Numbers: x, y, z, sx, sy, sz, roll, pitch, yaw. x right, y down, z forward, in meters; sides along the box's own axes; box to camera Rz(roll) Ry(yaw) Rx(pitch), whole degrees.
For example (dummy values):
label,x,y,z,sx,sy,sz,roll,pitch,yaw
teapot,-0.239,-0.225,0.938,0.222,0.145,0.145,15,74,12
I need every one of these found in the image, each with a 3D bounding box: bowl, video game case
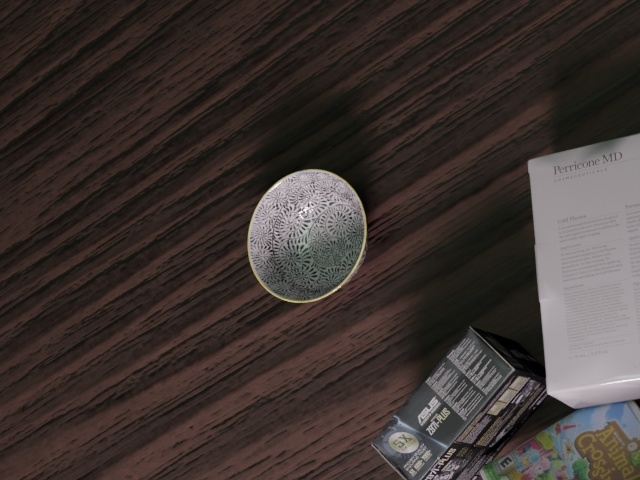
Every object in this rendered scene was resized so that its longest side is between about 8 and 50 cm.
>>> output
label,x,y,z,sx,sy,sz,roll,pitch,yaw
bowl,0.000,0.000,1.924,0.170,0.080,0.170,-6,78,28
video game case,0.291,0.273,1.658,0.193,0.023,0.212,-32,35,6

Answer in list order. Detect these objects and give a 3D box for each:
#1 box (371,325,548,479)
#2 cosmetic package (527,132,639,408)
label,x,y,z,sx,sy,sz,roll,pitch,yaw
box,0.168,0.197,1.750,0.077,0.147,0.180,44,103,28
cosmetic package,0.425,0.012,1.659,0.377,0.097,0.284,-12,69,27
